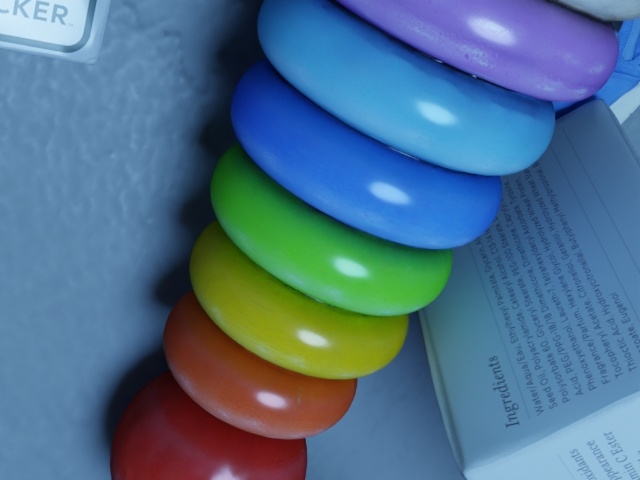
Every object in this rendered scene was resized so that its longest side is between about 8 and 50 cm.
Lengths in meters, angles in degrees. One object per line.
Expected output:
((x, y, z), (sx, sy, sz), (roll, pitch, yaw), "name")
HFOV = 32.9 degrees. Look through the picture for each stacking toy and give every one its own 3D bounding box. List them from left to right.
((0.000, 0.000, 0.445), (0.141, 0.141, 0.330), (15, 114, -32), "stacking toy")

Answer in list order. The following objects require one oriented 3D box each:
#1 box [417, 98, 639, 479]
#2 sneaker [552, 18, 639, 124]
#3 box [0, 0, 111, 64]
((0.136, 0.067, 0.506), (0.119, 0.182, 0.181), (-28, 126, 14), "box")
((0.151, -0.124, 0.521), (0.152, 0.058, 0.084), (-46, 133, 5), "sneaker")
((-0.126, -0.213, 0.319), (0.169, 0.087, 0.289), (5, 109, -29), "box")
